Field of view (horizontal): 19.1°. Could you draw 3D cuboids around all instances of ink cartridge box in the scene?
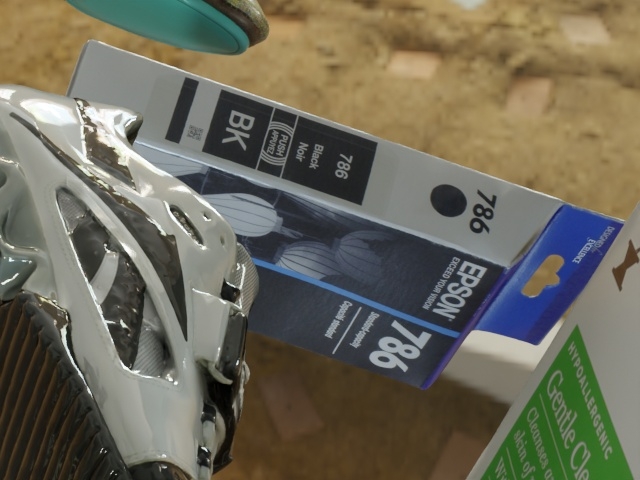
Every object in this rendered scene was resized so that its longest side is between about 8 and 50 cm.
[{"bbox_3d":[0.000,0.000,1.121,0.333,0.165,0.065,17,-123,-6],"label":"ink cartridge box"}]

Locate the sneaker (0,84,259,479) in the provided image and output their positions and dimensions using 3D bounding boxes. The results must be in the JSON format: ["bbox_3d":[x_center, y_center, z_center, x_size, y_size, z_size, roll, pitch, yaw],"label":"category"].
[{"bbox_3d":[-0.075,0.052,0.828,0.146,0.122,0.330,-5,-126,-30],"label":"sneaker"}]

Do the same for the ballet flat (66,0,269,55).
[{"bbox_3d":[-0.176,-0.217,1.307,0.349,0.123,0.123,14,-132,26],"label":"ballet flat"}]

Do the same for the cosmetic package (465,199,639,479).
[{"bbox_3d":[0.197,0.028,0.565,0.155,0.365,0.197,18,-153,-17],"label":"cosmetic package"}]
